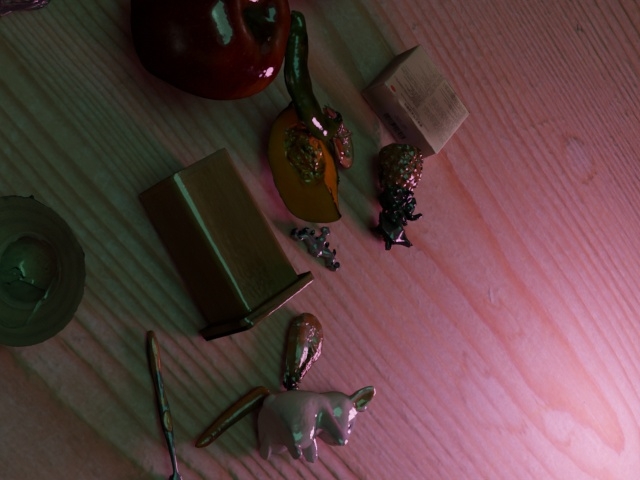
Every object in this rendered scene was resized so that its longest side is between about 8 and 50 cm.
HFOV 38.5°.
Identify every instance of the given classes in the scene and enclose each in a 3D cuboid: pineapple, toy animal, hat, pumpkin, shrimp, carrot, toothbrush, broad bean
[{"bbox_3d":[0.171,-0.094,2.060,0.119,0.111,0.237,3,85,-5],"label":"pineapple"},{"bbox_3d":[0.011,0.367,1.836,0.282,0.140,0.138,4,68,-34],"label":"toy animal"},{"bbox_3d":[-0.486,0.047,1.544,0.110,0.252,0.252,-6,84,-79],"label":"hat"},{"bbox_3d":[-0.025,-0.149,1.927,0.163,0.111,0.278,-1,66,-67],"label":"pumpkin"},{"bbox_3d":[0.034,-0.221,1.989,0.162,0.045,0.095,59,41,-42],"label":"shrimp"},{"bbox_3d":[-0.172,0.344,1.775,0.190,0.037,0.037,-35,103,-32],"label":"carrot"},{"bbox_3d":[-0.038,0.236,1.884,0.091,0.043,0.184,32,64,-31],"label":"shrimp"},{"bbox_3d":[-0.288,0.325,1.695,0.023,0.031,0.321,-7,86,-37],"label":"toothbrush"},{"bbox_3d":[-0.021,-0.303,1.821,0.292,0.049,0.144,63,34,-43],"label":"broad bean"}]

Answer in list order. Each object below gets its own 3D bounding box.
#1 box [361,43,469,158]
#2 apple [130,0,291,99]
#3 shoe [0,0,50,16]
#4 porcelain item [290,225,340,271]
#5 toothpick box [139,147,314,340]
[{"bbox_3d":[0.223,-0.318,2.136,0.212,0.095,0.168,51,56,-17],"label":"box"},{"bbox_3d":[-0.204,-0.406,1.704,0.288,0.317,0.288,-8,102,-41],"label":"apple"},{"bbox_3d":[-0.544,-0.447,1.605,0.180,0.092,0.089,-16,92,-37],"label":"shoe"},{"bbox_3d":[0.000,0.000,1.964,0.136,0.021,0.075,41,61,-23],"label":"porcelain item"},{"bbox_3d":[-0.189,0.003,1.737,0.190,0.187,0.308,-34,98,-34],"label":"toothpick box"}]
